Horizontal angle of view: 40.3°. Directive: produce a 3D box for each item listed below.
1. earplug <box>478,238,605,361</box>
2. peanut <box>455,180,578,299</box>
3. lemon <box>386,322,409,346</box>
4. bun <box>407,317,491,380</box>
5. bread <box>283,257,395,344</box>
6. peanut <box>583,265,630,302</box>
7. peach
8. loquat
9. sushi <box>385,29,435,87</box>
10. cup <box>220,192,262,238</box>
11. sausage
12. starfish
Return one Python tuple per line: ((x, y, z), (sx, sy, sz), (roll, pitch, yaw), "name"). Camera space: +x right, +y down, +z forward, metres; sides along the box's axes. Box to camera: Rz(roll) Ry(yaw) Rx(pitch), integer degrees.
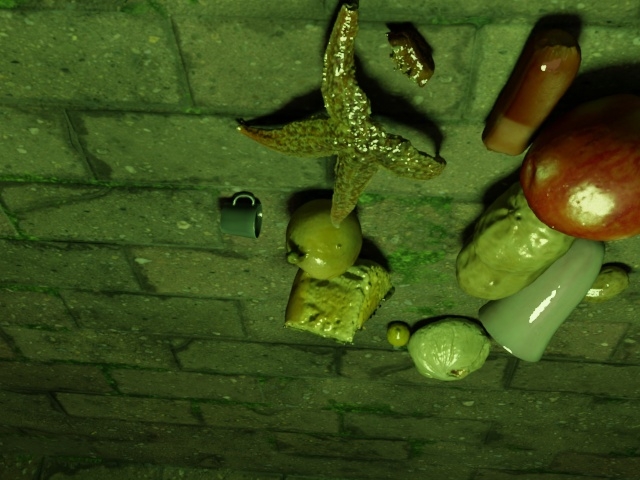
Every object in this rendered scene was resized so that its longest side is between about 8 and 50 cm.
((0.500, 0.100, 1.884), (0.172, 0.172, 0.301), (23, 118, -26), "earplug")
((0.390, 0.006, 1.760), (0.192, 0.169, 0.387), (-21, 158, -25), "peanut")
((0.205, 0.249, 2.300), (0.062, 0.062, 0.083), (3, 162, 5), "lemon")
((0.341, 0.299, 2.280), (0.221, 0.134, 0.220), (-5, 145, -3), "bun")
((0.032, 0.106, 1.955), (0.204, 0.262, 0.162), (8, 120, 23), "bread")
((0.600, 0.098, 1.977), (0.193, 0.089, 0.089), (-6, 147, 11), "peanut")
((0.484, -0.114, 1.487), (0.281, 0.238, 0.281), (-15, 149, -9), "peach")
((0.000, 0.000, 1.824), (0.149, 0.204, 0.172), (21, 128, 36), "loquat")
((0.146, -0.298, 1.427), (0.060, 0.061, 0.118), (-19, 115, 32), "sushi")
((-0.169, -0.056, 1.865), (0.077, 0.078, 0.100), (6, 115, 7), "cup")
((0.352, -0.240, 1.464), (0.089, 0.083, 0.300), (4, 152, -9), "sausage")
((0.058, -0.194, 1.560), (0.398, 0.132, 0.384), (31, 145, -30), "starfish")
